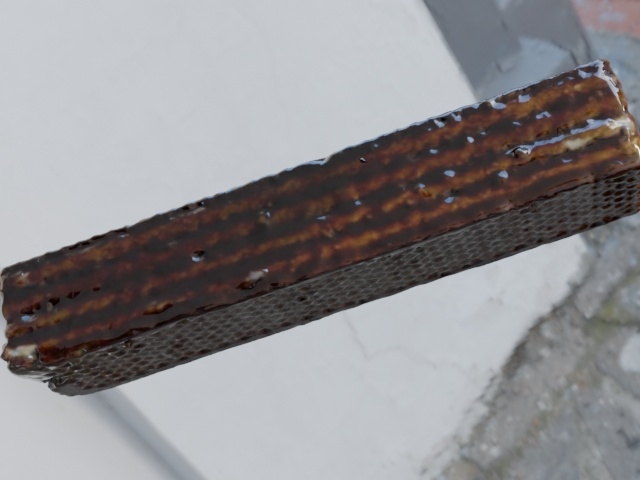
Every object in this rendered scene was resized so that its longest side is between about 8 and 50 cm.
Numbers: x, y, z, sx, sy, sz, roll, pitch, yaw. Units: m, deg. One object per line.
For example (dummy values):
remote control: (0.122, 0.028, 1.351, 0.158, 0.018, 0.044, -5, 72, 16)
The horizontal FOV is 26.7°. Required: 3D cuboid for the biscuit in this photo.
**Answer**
biscuit: (0.000, 0.000, 0.795, 0.388, 0.107, 0.073, -19, 73, 7)
